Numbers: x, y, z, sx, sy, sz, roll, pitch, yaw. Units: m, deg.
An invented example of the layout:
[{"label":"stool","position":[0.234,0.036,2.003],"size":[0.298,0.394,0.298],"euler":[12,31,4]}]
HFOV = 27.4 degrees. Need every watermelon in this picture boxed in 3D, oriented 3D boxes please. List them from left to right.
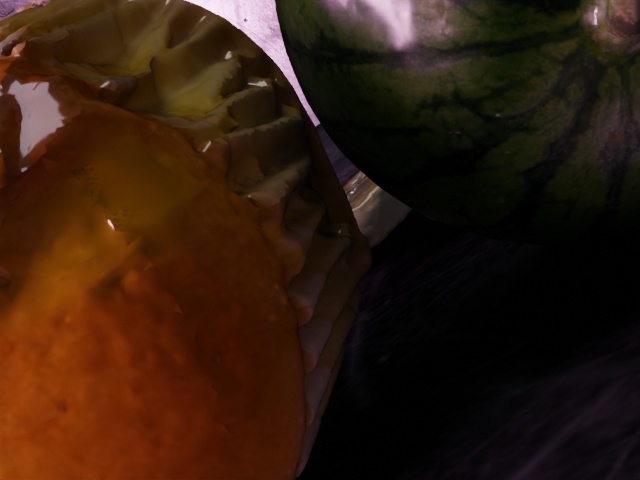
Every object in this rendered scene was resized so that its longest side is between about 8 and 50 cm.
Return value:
[{"label":"watermelon","position":[0.079,-0.086,0.425],"size":[0.188,0.188,0.214],"euler":[-34,23,8]}]

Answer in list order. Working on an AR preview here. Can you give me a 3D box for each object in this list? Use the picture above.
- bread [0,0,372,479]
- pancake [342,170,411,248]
[{"label":"bread","position":[-0.127,0.044,0.440],"size":[0.288,0.204,0.156],"euler":[-28,4,18]},{"label":"pancake","position":[0.000,0.000,0.762],"size":[0.254,0.037,0.253],"euler":[-38,3,2]}]
